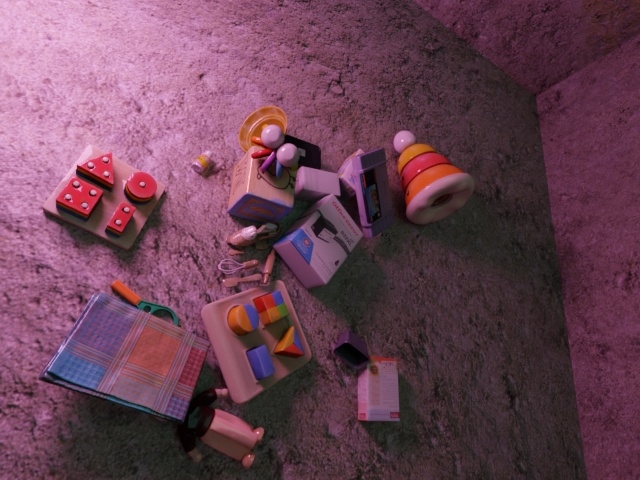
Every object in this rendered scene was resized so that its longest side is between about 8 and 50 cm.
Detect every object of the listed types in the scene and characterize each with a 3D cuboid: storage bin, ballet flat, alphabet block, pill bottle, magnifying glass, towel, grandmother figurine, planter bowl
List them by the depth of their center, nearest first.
[{"bbox_3d":[-0.506,0.318,1.137,0.370,0.040,0.272,29,41,-19],"label":"towel"},{"bbox_3d":[-0.332,0.534,1.216,0.342,0.104,0.208,35,48,-22],"label":"grandmother figurine"},{"bbox_3d":[-0.532,0.204,1.250,0.231,0.026,0.092,45,54,-14],"label":"magnifying glass"},{"bbox_3d":[-0.424,-0.287,1.491,0.043,0.043,0.083,39,55,-16],"label":"pill bottle"},{"bbox_3d":[-0.230,-0.032,1.493,0.206,0.067,0.073,-19,68,-39],"label":"ballet flat"},{"bbox_3d":[-0.212,-0.192,1.508,0.192,0.193,0.197,17,64,-30],"label":"alphabet block"},{"bbox_3d":[0.118,0.414,1.579,0.135,0.098,0.091,41,27,-15],"label":"storage bin"},{"bbox_3d":[-0.208,-0.412,1.627,0.090,0.217,0.217,42,45,-60],"label":"planter bowl"},{"bbox_3d":[-0.094,-0.346,1.714,0.180,0.084,0.122,14,66,-31],"label":"storage bin"}]

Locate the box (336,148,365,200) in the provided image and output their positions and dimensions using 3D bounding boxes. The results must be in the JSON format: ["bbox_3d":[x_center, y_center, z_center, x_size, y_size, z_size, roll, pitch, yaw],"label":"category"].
[{"bbox_3d":[0.141,-0.291,1.833,0.103,0.114,0.203,41,57,-15],"label":"box"}]

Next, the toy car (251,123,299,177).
[{"bbox_3d":[-0.158,-0.291,1.386,0.136,0.159,0.182,-41,99,-2],"label":"toy car"}]

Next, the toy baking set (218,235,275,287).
[{"bbox_3d":[-0.258,0.076,1.470,0.196,0.030,0.256,20,51,-19],"label":"toy baking set"}]

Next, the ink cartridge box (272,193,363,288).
[{"bbox_3d":[0.000,0.000,1.605,0.223,0.129,0.307,52,51,-15],"label":"ink cartridge box"}]

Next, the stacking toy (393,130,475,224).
[{"bbox_3d":[0.494,-0.350,2.036,0.350,0.351,0.480,-2,55,-35],"label":"stacking toy"}]

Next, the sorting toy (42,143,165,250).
[{"bbox_3d":[-0.642,-0.145,1.261,0.257,0.089,0.256,30,58,-21],"label":"sorting toy"}]

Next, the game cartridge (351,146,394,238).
[{"bbox_3d":[0.236,-0.209,1.799,0.230,0.068,0.355,-33,118,-52],"label":"game cartridge"}]

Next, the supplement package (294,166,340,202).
[{"bbox_3d":[-0.021,-0.224,1.704,0.179,0.105,0.105,7,68,-32],"label":"supplement package"}]

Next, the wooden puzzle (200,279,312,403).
[{"bbox_3d":[-0.187,0.314,1.372,0.347,0.080,0.322,-16,83,-49],"label":"wooden puzzle"}]

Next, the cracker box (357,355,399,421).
[{"bbox_3d":[0.223,0.574,1.598,0.155,0.067,0.232,15,64,-28],"label":"cracker box"}]
